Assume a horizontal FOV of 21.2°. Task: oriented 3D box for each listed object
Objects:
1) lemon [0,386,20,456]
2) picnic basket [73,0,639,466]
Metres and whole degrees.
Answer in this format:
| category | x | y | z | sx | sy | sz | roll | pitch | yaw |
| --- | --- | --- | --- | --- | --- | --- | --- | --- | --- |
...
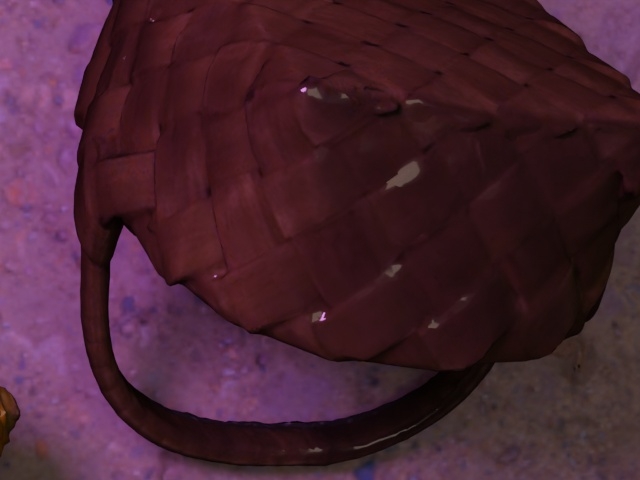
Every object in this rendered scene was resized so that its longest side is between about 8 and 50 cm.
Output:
| category | x | y | z | sx | sy | sz | roll | pitch | yaw |
| --- | --- | --- | --- | --- | --- | --- | --- | --- | --- |
| lemon | -0.277 | 0.128 | 0.873 | 0.257 | 0.188 | 0.188 | -19 | 87 | -13 |
| picnic basket | 0.000 | 0.000 | 0.962 | 0.293 | 0.337 | 0.337 | 3 | 80 | -24 |
